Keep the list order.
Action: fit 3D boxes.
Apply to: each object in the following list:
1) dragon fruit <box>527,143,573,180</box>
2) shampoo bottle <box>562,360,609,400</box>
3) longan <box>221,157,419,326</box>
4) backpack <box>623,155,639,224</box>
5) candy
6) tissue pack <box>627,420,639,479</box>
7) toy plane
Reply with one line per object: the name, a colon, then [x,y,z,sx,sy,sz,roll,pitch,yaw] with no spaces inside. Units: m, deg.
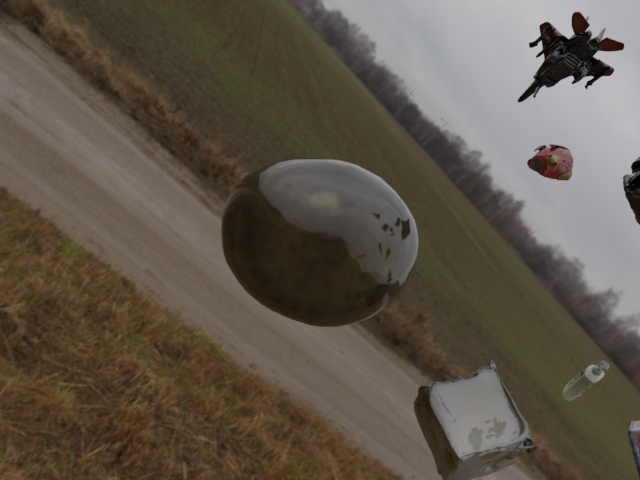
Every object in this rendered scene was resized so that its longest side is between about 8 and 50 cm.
dragon fruit: [0.446,-0.156,1.108,0.056,0.060,0.083,2,32,-24]
shampoo bottle: [0.521,0.270,1.119,0.034,0.049,0.141,56,-25,27]
longan: [0.000,0.000,1.168,0.404,0.405,0.336,36,60,-38]
backpack: [1.042,-0.128,1.505,0.446,0.363,0.254,10,-48,37]
candy: [0.299,0.362,1.135,0.195,0.185,0.137,-114,-165,-44]
tissue pack: [0.724,0.480,1.252,0.116,0.065,0.155,8,70,-60]
toy plane: [0.358,-0.259,0.873,0.130,0.189,0.061,32,56,-5]
